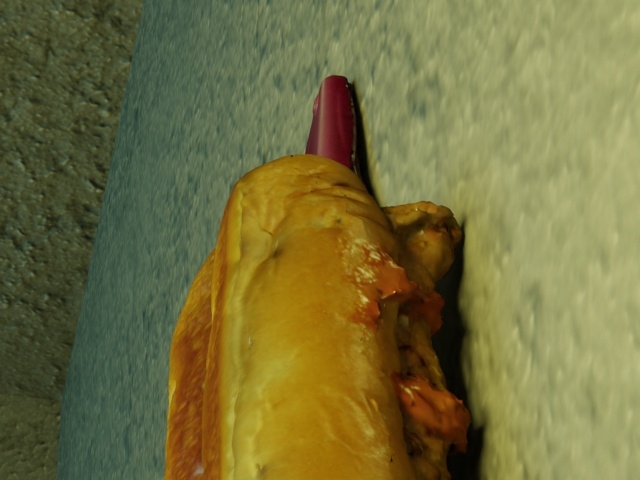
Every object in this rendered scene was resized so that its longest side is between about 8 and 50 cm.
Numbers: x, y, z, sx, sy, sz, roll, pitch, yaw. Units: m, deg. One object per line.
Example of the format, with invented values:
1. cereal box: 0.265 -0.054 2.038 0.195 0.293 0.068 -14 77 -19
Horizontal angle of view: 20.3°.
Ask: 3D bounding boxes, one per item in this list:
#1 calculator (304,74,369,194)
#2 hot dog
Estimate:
1. calculator: 0.000 0.000 0.993 0.190 0.034 0.127 -98 17 -57
2. hot dog: 0.002 0.119 0.693 0.349 0.117 0.158 -91 20 -44
